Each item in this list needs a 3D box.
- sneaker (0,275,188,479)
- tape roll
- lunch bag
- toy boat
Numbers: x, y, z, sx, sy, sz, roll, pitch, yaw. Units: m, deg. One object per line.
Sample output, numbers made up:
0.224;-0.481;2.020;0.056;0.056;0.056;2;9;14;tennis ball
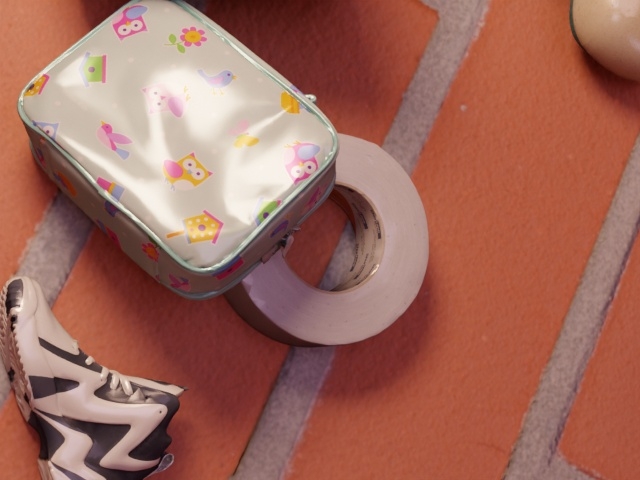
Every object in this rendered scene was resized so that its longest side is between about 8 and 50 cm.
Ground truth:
-0.207;0.132;1.296;0.153;0.094;0.235;-18;92;-24;sneaker
0.000;0.000;1.405;0.219;0.072;0.219;2;84;-23;tape roll
-0.125;-0.092;1.297;0.279;0.108;0.224;41;69;13;lunch bag
0.319;-0.342;1.546;0.318;0.148;0.267;28;80;-25;toy boat
